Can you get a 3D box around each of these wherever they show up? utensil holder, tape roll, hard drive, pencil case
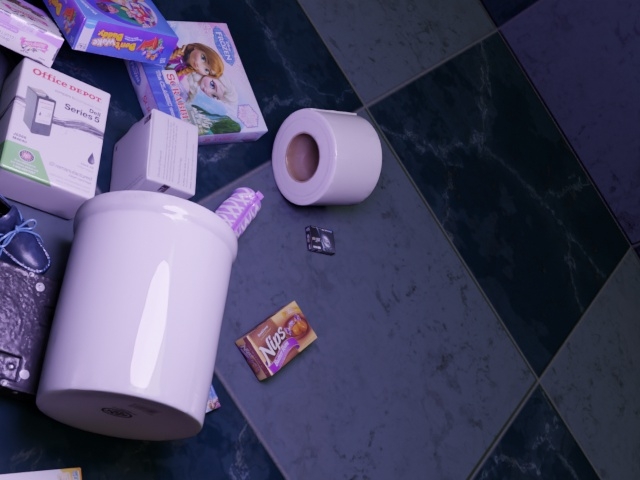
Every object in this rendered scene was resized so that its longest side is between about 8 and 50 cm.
[{"bbox_3d":[-0.345,0.152,1.652,0.327,0.327,0.386,26,57,-32],"label":"utensil holder"},{"bbox_3d":[0.014,-0.210,2.231,0.169,0.246,0.246,-2,70,-43],"label":"tape roll"},{"bbox_3d":[-0.651,0.132,1.560,0.339,0.064,0.237,25,53,-33],"label":"hard drive"},{"bbox_3d":[-0.214,-0.041,2.042,0.086,0.088,0.206,46,44,-18],"label":"pencil case"}]

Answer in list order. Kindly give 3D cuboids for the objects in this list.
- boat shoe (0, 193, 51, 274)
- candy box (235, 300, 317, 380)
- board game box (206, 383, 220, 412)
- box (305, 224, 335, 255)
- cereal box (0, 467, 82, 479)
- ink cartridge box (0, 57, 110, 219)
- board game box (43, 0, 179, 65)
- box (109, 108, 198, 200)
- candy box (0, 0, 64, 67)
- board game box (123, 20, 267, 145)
[{"bbox_3d":[-0.618,-0.029,1.656,0.258,0.089,0.109,44,46,-18],"label":"boat shoe"},{"bbox_3d":[-0.102,0.232,2.029,0.186,0.053,0.109,-34,93,-48],"label":"candy box"},{"bbox_3d":[-0.266,0.328,1.848,0.090,0.020,0.090,-17,81,-45],"label":"board game box"},{"bbox_3d":[0.000,0.000,2.271,0.083,0.018,0.067,14,60,-38],"label":"box"},{"bbox_3d":[-0.526,0.491,1.498,0.240,0.047,0.173,6,65,-41],"label":"cereal box"},{"bbox_3d":[-0.561,-0.210,1.785,0.198,0.114,0.273,22,55,-34],"label":"ink cartridge box"},{"bbox_3d":[-0.497,-0.538,1.940,0.233,0.078,0.347,2,42,-44],"label":"board game box"},{"bbox_3d":[-0.365,-0.158,1.893,0.119,0.181,0.182,19,57,-35],"label":"box"},{"bbox_3d":[-0.634,-0.452,1.804,0.164,0.070,0.196,24,16,-34],"label":"candy box"},{"bbox_3d":[-0.315,-0.390,2.147,0.318,0.066,0.319,-13,78,-46],"label":"board game box"}]
